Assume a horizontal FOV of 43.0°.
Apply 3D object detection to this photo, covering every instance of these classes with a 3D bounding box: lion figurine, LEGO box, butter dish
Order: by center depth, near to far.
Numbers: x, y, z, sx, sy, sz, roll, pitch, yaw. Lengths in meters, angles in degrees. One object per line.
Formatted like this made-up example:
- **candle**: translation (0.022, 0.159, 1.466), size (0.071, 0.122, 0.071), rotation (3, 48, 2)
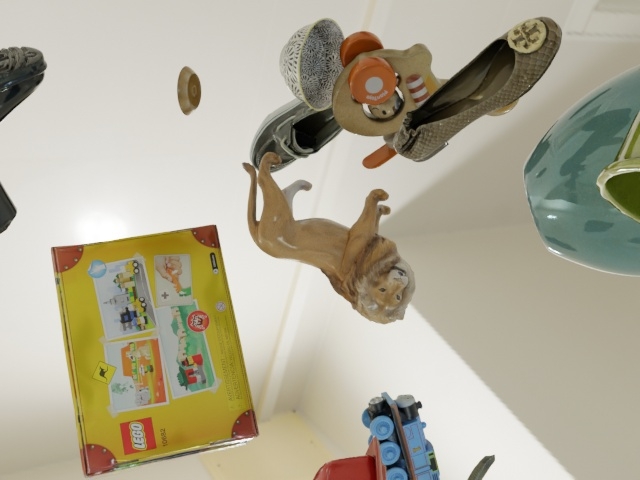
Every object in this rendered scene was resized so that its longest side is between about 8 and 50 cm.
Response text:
- **butter dish**: translation (0.017, 0.341, 1.001), size (0.118, 0.160, 0.160), rotation (4, -132, -6)
- **lion figurine**: translation (0.000, 0.000, 1.525), size (0.391, 0.142, 0.240), rotation (17, -109, 9)
- **LEGO box**: translation (-0.378, 0.245, 1.831), size (0.372, 0.193, 0.501), rotation (-9, -106, -16)

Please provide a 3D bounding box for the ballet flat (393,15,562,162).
- **ballet flat**: translation (0.185, -0.188, 1.006), size (0.058, 0.249, 0.084), rotation (27, -144, -41)

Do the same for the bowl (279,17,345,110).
- **bowl**: translation (-0.026, -0.335, 1.531), size (0.080, 0.170, 0.170), rotation (14, -150, 29)

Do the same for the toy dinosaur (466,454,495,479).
- **toy dinosaur**: translation (0.001, 0.229, 0.484), size (0.268, 0.118, 0.064), rotation (-33, -97, -35)

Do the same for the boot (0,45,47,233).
- **boot**: translation (-0.435, -0.114, 1.038), size (0.246, 0.207, 0.094), rotation (-28, -139, -15)

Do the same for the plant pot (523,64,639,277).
- **plant pot**: translation (0.394, -0.073, 1.115), size (0.195, 0.290, 0.290), rotation (-17, -157, 26)

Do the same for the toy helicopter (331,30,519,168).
- **toy helicopter**: translation (0.196, -0.254, 1.515), size (0.354, 0.235, 0.140), rotation (-2, -142, -8)

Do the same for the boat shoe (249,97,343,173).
- **boat shoe**: translation (-0.047, -0.240, 1.787), size (0.121, 0.335, 0.119), rotation (32, -141, -24)

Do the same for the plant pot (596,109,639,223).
- **plant pot**: translation (0.485, -0.153, 0.710), size (0.366, 0.353, 0.366), rotation (22, 178, 1)

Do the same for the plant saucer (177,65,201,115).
- **plant saucer**: translation (-0.220, -0.254, 1.380), size (0.015, 0.084, 0.083), rotation (3, -149, 14)

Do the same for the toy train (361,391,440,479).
- **toy train**: translation (0.139, 0.349, 1.409), size (0.105, 0.184, 0.080), rotation (-17, -169, -11)
